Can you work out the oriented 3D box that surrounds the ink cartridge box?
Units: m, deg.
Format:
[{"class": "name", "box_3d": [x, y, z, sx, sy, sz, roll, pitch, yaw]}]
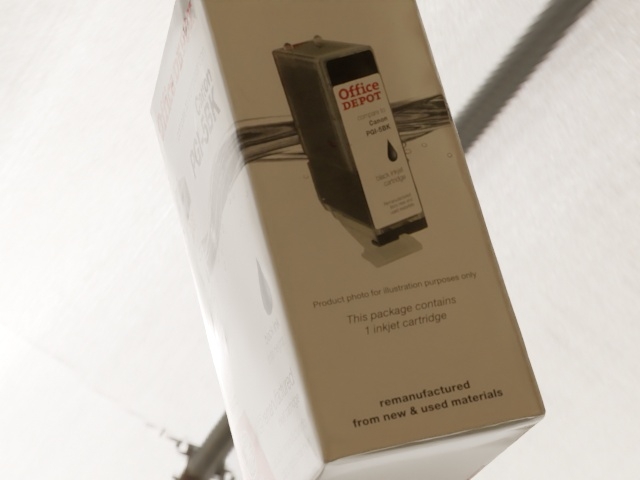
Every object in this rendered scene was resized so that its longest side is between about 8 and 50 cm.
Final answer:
[{"class": "ink cartridge box", "box_3d": [0.000, 0.000, 0.426, 0.056, 0.099, 0.135, -10, -109, -16]}]
